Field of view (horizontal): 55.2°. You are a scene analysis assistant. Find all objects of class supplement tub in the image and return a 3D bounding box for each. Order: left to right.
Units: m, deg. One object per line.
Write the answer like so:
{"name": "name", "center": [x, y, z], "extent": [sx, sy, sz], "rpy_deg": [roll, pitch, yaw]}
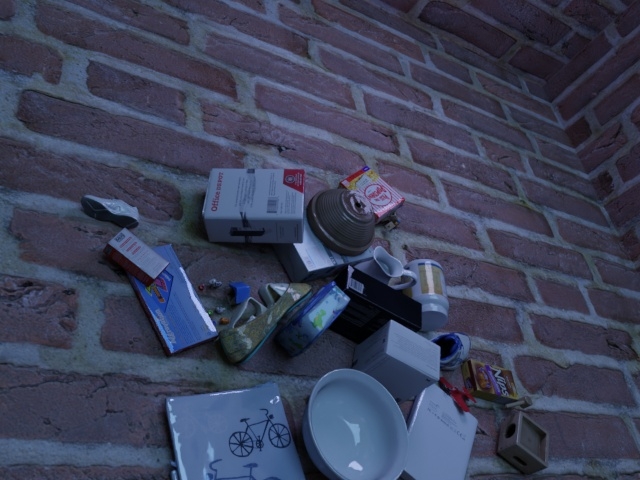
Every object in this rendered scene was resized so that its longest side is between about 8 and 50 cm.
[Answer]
{"name": "supplement tub", "center": [0.338, 0.176, 1.985], "extent": [0.144, 0.144, 0.200], "rpy_deg": [21, 47, -24]}

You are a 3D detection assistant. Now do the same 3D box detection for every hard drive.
{"name": "hard drive", "center": [0.329, 0.573, 1.729], "extent": [0.210, 0.040, 0.319], "rpy_deg": [40, 41, -4]}

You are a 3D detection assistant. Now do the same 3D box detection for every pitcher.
{"name": "pitcher", "center": [0.173, 0.127, 1.845], "extent": [0.177, 0.207, 0.126], "rpy_deg": [30, 43, -16]}

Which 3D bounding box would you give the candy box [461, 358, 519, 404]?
{"name": "candy box", "center": [0.551, 0.462, 1.990], "extent": [0.186, 0.053, 0.109], "rpy_deg": [20, 46, -27]}

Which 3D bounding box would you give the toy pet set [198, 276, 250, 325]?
{"name": "toy pet set", "center": [-0.243, 0.150, 1.604], "extent": [0.114, 0.065, 0.122], "rpy_deg": [-4, 60, -40]}

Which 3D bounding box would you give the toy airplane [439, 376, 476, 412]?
{"name": "toy airplane", "center": [0.425, 0.469, 1.870], "extent": [0.151, 0.028, 0.151], "rpy_deg": [37, 13, -10]}

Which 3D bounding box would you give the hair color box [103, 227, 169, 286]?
{"name": "hair color box", "center": [-0.452, 0.041, 1.503], "extent": [0.141, 0.043, 0.072], "rpy_deg": [40, 41, -6]}

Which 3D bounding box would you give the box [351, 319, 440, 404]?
{"name": "box", "center": [0.210, 0.344, 1.716], "extent": [0.181, 0.181, 0.119], "rpy_deg": [30, 42, -16]}

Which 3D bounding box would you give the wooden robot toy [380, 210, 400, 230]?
{"name": "wooden robot toy", "center": [0.255, -0.085, 2.213], "extent": [0.079, 0.076, 0.173], "rpy_deg": [55, 25, -46]}

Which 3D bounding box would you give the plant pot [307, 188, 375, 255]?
{"name": "plant pot", "center": [0.086, -0.079, 1.878], "extent": [0.237, 0.110, 0.237], "rpy_deg": [22, 45, -24]}

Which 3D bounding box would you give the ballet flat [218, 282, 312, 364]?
{"name": "ballet flat", "center": [-0.143, 0.182, 1.612], "extent": [0.123, 0.123, 0.348], "rpy_deg": [45, 44, 1]}

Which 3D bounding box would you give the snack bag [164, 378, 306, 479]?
{"name": "snack bag", "center": [-0.190, 0.496, 1.384], "extent": [0.323, 0.037, 0.343], "rpy_deg": [2, 56, -38]}

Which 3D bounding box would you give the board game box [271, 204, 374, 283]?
{"name": "board game box", "center": [0.000, 0.000, 1.899], "extent": [0.303, 0.097, 0.224], "rpy_deg": [-11, 65, -42]}

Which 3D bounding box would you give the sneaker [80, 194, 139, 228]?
{"name": "sneaker", "center": [-0.540, -0.082, 1.575], "extent": [0.152, 0.054, 0.061], "rpy_deg": [25, 35, -29]}

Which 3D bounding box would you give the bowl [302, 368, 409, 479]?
{"name": "bowl", "center": [0.064, 0.483, 1.521], "extent": [0.297, 0.134, 0.298], "rpy_deg": [22, 45, -24]}

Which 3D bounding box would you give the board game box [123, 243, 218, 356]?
{"name": "board game box", "center": [-0.378, 0.143, 1.531], "extent": [0.145, 0.027, 0.281], "rpy_deg": [-14, 67, -46]}

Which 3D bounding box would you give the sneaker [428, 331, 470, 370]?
{"name": "sneaker", "center": [0.402, 0.342, 1.911], "extent": [0.296, 0.131, 0.112], "rpy_deg": [-14, 64, -46]}

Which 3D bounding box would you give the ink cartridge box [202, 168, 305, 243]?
{"name": "ink cartridge box", "center": [-0.182, -0.100, 1.736], "extent": [0.272, 0.114, 0.197], "rpy_deg": [2, 50, 0]}

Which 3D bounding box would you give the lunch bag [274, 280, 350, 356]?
{"name": "lunch bag", "center": [-0.020, 0.206, 1.609], "extent": [0.090, 0.219, 0.176], "rpy_deg": [46, 59, 4]}

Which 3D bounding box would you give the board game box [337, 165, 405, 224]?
{"name": "board game box", "center": [0.179, -0.162, 2.158], "extent": [0.193, 0.045, 0.146], "rpy_deg": [43, 55, 18]}

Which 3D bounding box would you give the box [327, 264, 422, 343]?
{"name": "box", "center": [0.135, 0.207, 1.769], "extent": [0.261, 0.184, 0.103], "rpy_deg": [29, 40, -17]}

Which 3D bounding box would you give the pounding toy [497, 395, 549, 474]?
{"name": "pounding toy", "center": [0.613, 0.583, 1.905], "extent": [0.181, 0.094, 0.206], "rpy_deg": [38, 41, -8]}
